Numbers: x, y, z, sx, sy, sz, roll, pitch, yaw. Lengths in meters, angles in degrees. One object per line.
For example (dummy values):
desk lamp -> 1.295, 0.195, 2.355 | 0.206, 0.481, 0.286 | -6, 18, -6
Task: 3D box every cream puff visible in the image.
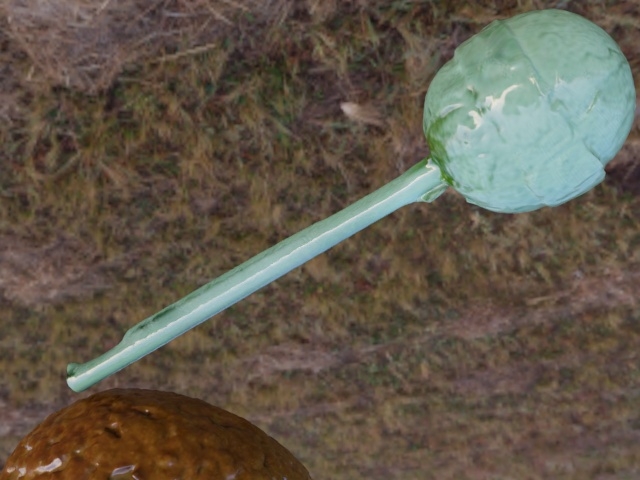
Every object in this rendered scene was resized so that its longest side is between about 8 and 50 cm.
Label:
cream puff -> -0.125, 0.253, 0.629 | 0.303, 0.212, 0.303 | 16, 136, 16

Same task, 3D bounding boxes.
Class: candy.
candy -> 0.000, 0.000, 0.564 | 0.440, 0.119, 0.119 | -31, 148, 16
